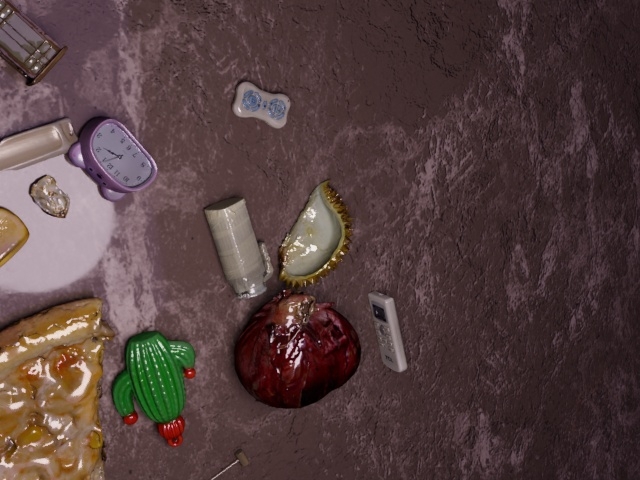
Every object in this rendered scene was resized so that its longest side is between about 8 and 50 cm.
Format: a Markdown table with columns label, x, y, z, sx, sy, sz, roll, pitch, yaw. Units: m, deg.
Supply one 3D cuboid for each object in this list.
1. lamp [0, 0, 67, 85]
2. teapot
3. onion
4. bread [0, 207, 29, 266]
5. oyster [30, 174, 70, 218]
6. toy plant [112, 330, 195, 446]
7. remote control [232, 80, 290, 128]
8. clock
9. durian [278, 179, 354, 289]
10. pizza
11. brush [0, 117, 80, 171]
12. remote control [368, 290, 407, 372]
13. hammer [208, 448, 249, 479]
| label | x | y | z | sx | sy | sz | roll | pitch | yaw |
| --- | --- | --- | --- | --- | --- | --- | --- | --- | --- |
| lamp | -0.570 | -0.393 | 1.142 | 0.325 | 0.089 | 0.090 | 44 | 76 | -26 |
| teapot | -0.158 | 0.013 | 1.448 | 0.107 | 0.077 | 0.200 | -31 | 112 | -44 |
| onion | -0.036 | 0.233 | 1.466 | 0.281 | 0.221 | 0.281 | -13 | 122 | -22 |
| bread | -0.563 | 0.003 | 1.222 | 0.082 | 0.056 | 0.115 | 39 | 65 | -10 |
| oyster | -0.485 | -0.074 | 1.277 | 0.054 | 0.019 | 0.083 | -40 | 112 | -20 |
| toy plant | -0.328 | 0.293 | 1.386 | 0.155 | 0.088 | 0.240 | 9 | 104 | -18 |
| remote control | -0.120 | -0.277 | 1.447 | 0.122 | 0.032 | 0.074 | 12 | 91 | -31 |
| clock | -0.378 | -0.146 | 1.297 | 0.110 | 0.050 | 0.152 | -51 | 122 | -21 |
| durian | 0.000 | 0.000 | 1.535 | 0.139 | 0.144 | 0.252 | 31 | 88 | 8 |
| pizza | -0.568 | 0.325 | 1.256 | 0.392 | 0.080 | 0.435 | -2 | 97 | -30 |
| brush | -0.571 | -0.132 | 1.208 | 0.321 | 0.050 | 0.060 | -28 | 108 | -31 |
| remote control | 0.157 | 0.214 | 1.646 | 0.029 | 0.087 | 0.190 | -20 | 108 | -22 |
| hammer | -0.206 | 0.496 | 1.521 | 0.110 | 0.019 | 0.035 | -34 | 112 | -19 |
